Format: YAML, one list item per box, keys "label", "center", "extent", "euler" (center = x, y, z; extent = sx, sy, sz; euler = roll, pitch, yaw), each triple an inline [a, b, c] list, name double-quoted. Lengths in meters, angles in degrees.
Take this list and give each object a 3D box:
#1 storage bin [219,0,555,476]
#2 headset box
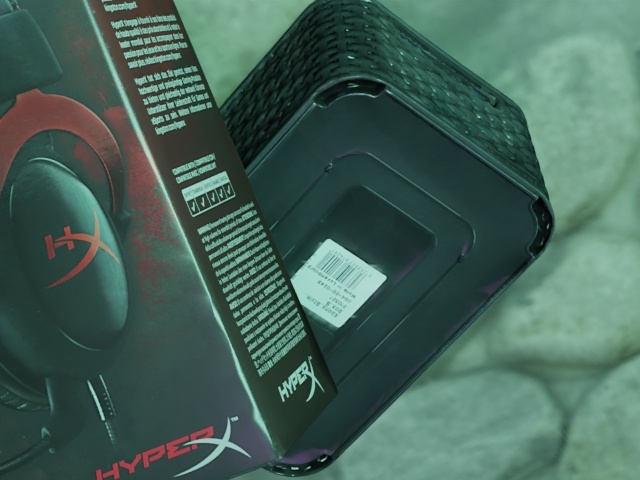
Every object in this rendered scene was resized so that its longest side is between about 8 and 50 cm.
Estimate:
- label: "storage bin"
  center: [0.000, 0.000, 0.813]
  extent: [0.122, 0.084, 0.180]
  euler: [34, 115, -21]
- label: "headset box"
  center: [-0.154, -0.026, 0.718]
  extent: [0.218, 0.110, 0.293]
  euler: [-21, 93, 13]
